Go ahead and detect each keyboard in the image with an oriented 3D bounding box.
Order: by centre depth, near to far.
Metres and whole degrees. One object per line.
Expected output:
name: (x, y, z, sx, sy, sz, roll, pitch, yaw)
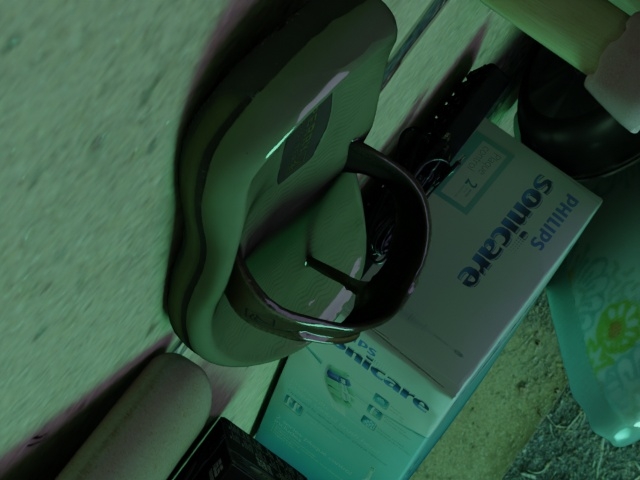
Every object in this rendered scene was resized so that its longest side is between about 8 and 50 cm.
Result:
keyboard: (0.049, -0.043, 0.940, 0.192, 0.038, 0.100, -53, -166, -7)

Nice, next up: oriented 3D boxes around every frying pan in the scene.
frying pan: (0.222, -0.086, 1.112, 0.197, 0.053, 0.326, -30, -143, 33)

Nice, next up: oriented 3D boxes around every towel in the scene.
towel: (0.298, -0.069, 1.154, 0.320, 0.090, 0.374, -44, -141, 37)

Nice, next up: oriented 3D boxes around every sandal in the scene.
sandal: (-0.001, 0.001, 0.633, 0.120, 0.086, 0.303, -51, 171, -14)

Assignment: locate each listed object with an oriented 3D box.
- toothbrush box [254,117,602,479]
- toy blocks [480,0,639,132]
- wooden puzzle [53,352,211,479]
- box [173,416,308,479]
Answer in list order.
toothbrush box: (0.073, 0.075, 1.162, 0.216, 0.126, 0.295, -48, 170, -30)
toy blocks: (0.303, -0.198, 0.880, 0.309, 0.260, 0.288, -58, 170, 24)
wooden puzzle: (-0.161, 0.259, 0.687, 0.347, 0.080, 0.322, -60, 177, 32)
box: (-0.072, 0.202, 0.930, 0.147, 0.077, 0.180, -53, -174, -1)
